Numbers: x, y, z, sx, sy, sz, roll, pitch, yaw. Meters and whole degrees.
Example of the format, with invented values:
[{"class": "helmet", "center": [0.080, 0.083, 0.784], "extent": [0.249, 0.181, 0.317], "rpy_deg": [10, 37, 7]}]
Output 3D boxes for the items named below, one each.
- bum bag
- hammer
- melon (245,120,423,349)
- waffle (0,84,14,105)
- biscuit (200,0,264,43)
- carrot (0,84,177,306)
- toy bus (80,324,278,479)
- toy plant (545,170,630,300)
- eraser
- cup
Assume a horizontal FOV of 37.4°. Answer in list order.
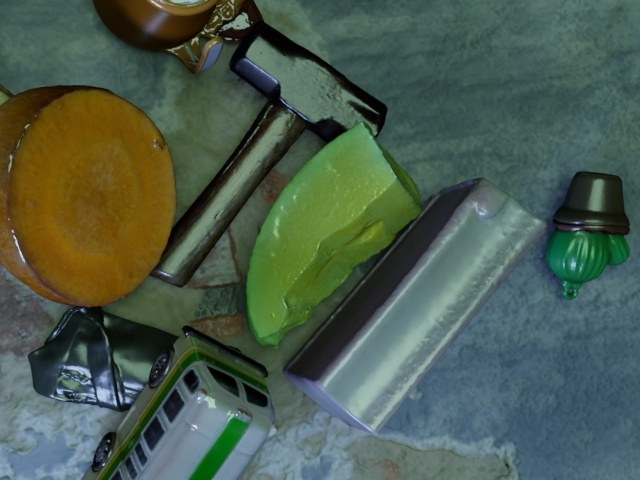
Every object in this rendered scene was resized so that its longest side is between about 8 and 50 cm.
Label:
[{"class": "bum bag", "center": [-0.245, 0.178, 1.333], "extent": [0.326, 0.079, 0.142], "rpy_deg": [13, 89, -10]}, {"class": "hammer", "center": [-0.107, -0.099, 1.378], "extent": [0.242, 0.095, 0.409], "rpy_deg": [37, 83, -10]}, {"class": "melon", "center": [0.000, 0.000, 1.350], "extent": [0.323, 0.124, 0.196], "rpy_deg": [-46, 137, 2]}, {"class": "waffle", "center": [-0.543, -0.145, 1.203], "extent": [0.261, 0.114, 0.376], "rpy_deg": [-53, 128, -7]}, {"class": "biscuit", "center": [-0.202, -0.382, 1.421], "extent": [0.280, 0.043, 0.183], "rpy_deg": [34, 83, -2]}, {"class": "carrot", "center": [-0.317, -0.054, 1.256], "extent": [0.258, 0.100, 0.307], "rpy_deg": [-28, 116, -33]}, {"class": "toy bus", "center": [-0.192, 0.291, 1.241], "extent": [0.143, 0.179, 0.305], "rpy_deg": [32, 98, -26]}, {"class": "toy plant", "center": [0.418, -0.005, 1.466], "extent": [0.142, 0.105, 0.201], "rpy_deg": [2, 102, -24]}, {"class": "eraser", "center": [0.118, 0.086, 1.310], "extent": [0.122, 0.272, 0.359], "rpy_deg": [41, 80, -4]}, {"class": "cup", "center": [-0.199, -0.336, 1.279], "extent": [0.182, 0.264, 0.226], "rpy_deg": [-31, 105, -12]}]
